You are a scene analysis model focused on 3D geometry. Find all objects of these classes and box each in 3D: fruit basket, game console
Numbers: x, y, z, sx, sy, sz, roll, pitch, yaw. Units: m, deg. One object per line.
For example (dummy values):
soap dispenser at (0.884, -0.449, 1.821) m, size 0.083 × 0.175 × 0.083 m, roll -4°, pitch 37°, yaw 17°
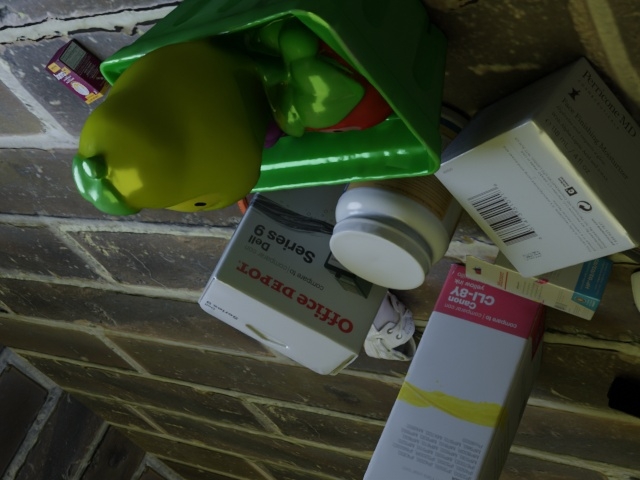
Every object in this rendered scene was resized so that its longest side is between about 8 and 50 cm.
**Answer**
fruit basket at (-0.084, -0.130, 1.061) m, size 0.392 × 0.392 × 0.283 m, roll -3°, pitch 142°, yaw 45°
game console at (0.523, 0.278, 1.600) m, size 0.122 × 0.071 × 0.107 m, roll 19°, pitch 153°, yaw 15°

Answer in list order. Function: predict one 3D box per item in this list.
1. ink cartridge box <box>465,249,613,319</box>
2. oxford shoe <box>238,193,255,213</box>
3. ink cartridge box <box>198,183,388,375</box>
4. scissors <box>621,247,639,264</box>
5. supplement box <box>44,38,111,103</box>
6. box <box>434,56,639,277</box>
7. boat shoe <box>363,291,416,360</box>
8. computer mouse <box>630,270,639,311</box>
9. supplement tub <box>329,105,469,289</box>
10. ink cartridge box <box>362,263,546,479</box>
ink cartridge box at (0.291, 0.039, 1.334) m, size 0.181 × 0.062 × 0.104 m, roll 19°, pitch 165°, yaw 13°
oxford shoe at (-0.054, -0.064, 1.490) m, size 0.098 × 0.097 × 0.271 m, roll -10°, pitch 146°, yaw 20°
ink cartridge box at (0.000, 0.000, 1.306) m, size 0.211 × 0.289 × 0.121 m, roll 28°, pitch 154°, yaw -5°
scissors at (0.476, 0.051, 1.252) m, size 0.297 × 0.021 × 0.109 m, roll 38°, pitch 140°, yaw -26°
supplement box at (-0.350, -0.246, 1.447) m, size 0.083 × 0.043 × 0.055 m, roll 39°, pitch 152°, yaw -24°
box at (0.256, -0.074, 1.094) m, size 0.181 × 0.119 × 0.182 m, roll 47°, pitch 149°, yaw -11°
boat shoe at (0.116, 0.135, 1.682) m, size 0.096 × 0.098 × 0.277 m, roll 15°, pitch 161°, yaw 20°
computer mouse at (0.477, 0.108, 1.360) m, size 0.106 × 0.042 × 0.193 m, roll -2°, pitch 143°, yaw 45°
supplement tub at (0.105, -0.056, 1.211) m, size 0.144 × 0.200 × 0.144 m, roll 21°, pitch 153°, yaw 11°
ink cartridge box at (0.211, 0.276, 1.517) m, size 0.160 × 0.385 × 0.279 m, roll 17°, pitch 152°, yaw 18°
